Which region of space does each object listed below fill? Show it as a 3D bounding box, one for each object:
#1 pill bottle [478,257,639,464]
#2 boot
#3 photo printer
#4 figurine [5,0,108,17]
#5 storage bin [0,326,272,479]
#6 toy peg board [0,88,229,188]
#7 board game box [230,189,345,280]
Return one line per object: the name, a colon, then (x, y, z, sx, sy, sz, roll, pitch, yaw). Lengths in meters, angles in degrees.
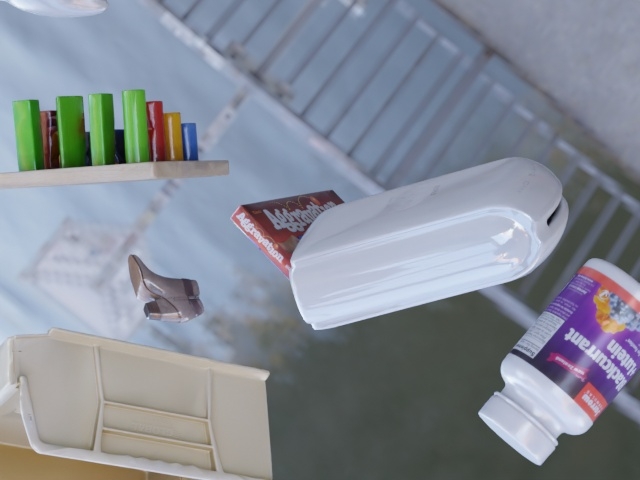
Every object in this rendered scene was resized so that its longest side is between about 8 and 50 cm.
pill bottle: (0.246, 0.122, 1.735, 0.108, 0.193, 0.108, 40, 174, 5)
boot: (-0.218, 0.067, 2.521, 0.042, 0.087, 0.118, -55, 50, 55)
photo printer: (0.135, -0.005, 2.053, 0.307, 0.256, 0.107, -15, 102, 15)
figurine: (-0.266, -0.209, 1.175, 0.209, 0.092, 0.215, 3, 153, 40)
storage bin: (-0.213, 0.201, 1.621, 0.260, 0.123, 0.262, 14, 147, -29)
toy peg board: (-0.187, -0.091, 1.584, 0.161, 0.079, 0.160, -3, -178, 21)
board game box: (0.000, 0.000, 2.292, 0.145, 0.281, 0.027, 44, 111, 13)
